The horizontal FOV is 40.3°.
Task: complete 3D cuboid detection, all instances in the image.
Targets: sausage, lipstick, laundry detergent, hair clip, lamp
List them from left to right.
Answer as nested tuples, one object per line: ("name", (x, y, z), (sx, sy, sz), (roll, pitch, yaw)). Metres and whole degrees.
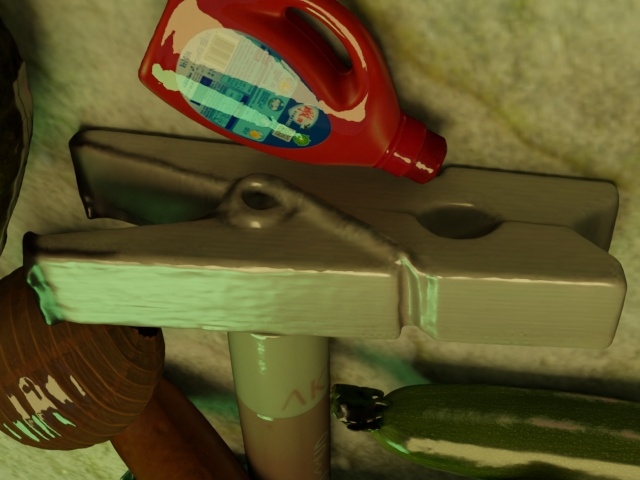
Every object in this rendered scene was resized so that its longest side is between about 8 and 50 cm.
("lamp", (-0.173, 0.076, 0.600), (0.136, 0.136, 0.136), (8, 137, 7))
("sausage", (-0.099, 0.189, 0.687), (0.197, 0.076, 0.076), (49, 140, 18))
("lipstick", (-0.027, 0.121, 0.652), (0.070, 0.070, 0.254), (7, 138, 8))
("laundry detergent", (-0.005, -0.081, 0.451), (0.165, 0.049, 0.097), (24, 132, -14))
("hair clip", (0.001, 0.003, 0.505), (0.331, 0.101, 0.085), (5, 134, 7))

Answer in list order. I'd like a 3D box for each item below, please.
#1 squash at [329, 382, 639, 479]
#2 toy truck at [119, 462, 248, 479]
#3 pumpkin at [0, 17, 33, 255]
("squash", (0.165, 0.139, 0.613), (0.318, 0.071, 0.080), (8, 154, 11))
("toy truck", (-0.065, 0.296, 0.769), (0.279, 0.156, 0.155), (24, 145, 32))
("pumpkin", (-0.288, -0.058, 0.462), (0.260, 0.189, 0.260), (-9, 125, -13))
